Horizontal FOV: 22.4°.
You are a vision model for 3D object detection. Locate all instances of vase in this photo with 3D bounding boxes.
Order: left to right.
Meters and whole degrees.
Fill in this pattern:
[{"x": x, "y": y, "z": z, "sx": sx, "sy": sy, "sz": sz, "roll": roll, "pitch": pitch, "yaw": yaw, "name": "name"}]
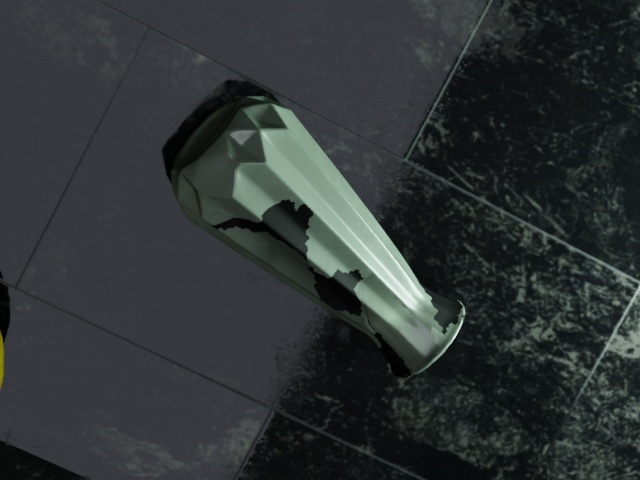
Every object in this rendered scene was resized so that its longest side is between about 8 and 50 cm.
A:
[{"x": 0.000, "y": 0.000, "z": 1.809, "sx": 0.360, "sy": 0.165, "sz": 0.165, "roll": 43, "pitch": 93, "yaw": -19, "name": "vase"}]

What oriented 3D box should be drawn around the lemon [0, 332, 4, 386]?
[{"x": -0.461, "y": 0.145, "z": 1.721, "sx": 0.228, "sy": 0.228, "sz": 0.253, "roll": 34, "pitch": 90, "yaw": -14, "name": "lemon"}]
